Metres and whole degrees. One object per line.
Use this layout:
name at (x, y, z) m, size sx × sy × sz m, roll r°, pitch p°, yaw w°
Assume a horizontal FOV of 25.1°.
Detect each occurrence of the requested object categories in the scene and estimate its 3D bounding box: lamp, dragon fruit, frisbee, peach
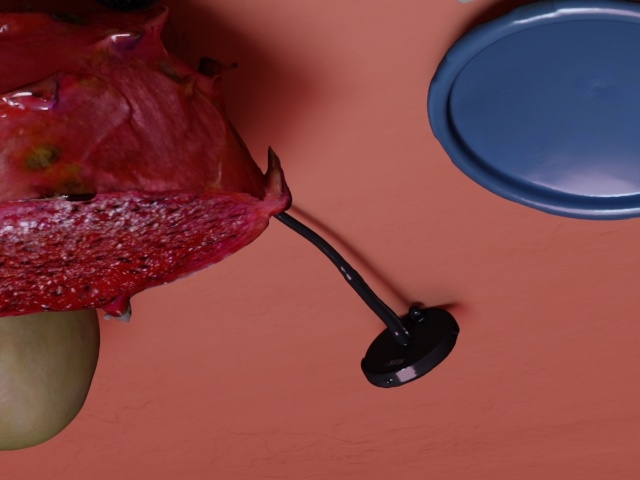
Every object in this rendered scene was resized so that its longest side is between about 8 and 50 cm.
lamp at (-0.004, 0.032, 1.436) m, size 0.130 × 0.109 × 0.371 m, roll -18°, pitch 137°, yaw 33°
dragon fruit at (-0.231, -0.073, 1.207) m, size 0.386 × 0.249 × 0.371 m, roll -14°, pitch 167°, yaw 0°
frisbee at (0.235, -0.117, 1.232) m, size 0.289 × 0.049 × 0.289 m, roll 8°, pitch 147°, yaw 5°
peach at (-0.378, 0.093, 1.497) m, size 0.292 × 0.247 × 0.292 m, roll 23°, pitch 137°, yaw 24°

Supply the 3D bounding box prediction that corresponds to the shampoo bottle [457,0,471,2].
shampoo bottle at (0.189, -0.236, 1.079) m, size 0.212 × 0.049 × 0.072 m, roll -14°, pitch 134°, yaw 28°

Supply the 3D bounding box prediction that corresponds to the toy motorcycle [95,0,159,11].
toy motorcycle at (-0.198, -0.247, 1.103) m, size 0.135 × 0.092 × 0.254 m, roll -18°, pitch 151°, yaw 38°
